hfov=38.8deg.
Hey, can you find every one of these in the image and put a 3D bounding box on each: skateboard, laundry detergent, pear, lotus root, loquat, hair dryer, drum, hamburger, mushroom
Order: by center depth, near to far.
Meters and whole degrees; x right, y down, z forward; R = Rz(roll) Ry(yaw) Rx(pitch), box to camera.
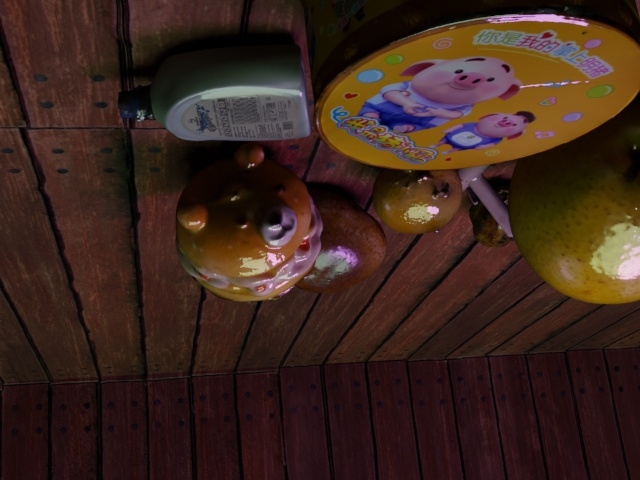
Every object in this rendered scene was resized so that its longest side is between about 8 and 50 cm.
[{"bbox_3d":[0.185,-0.261,1.153,0.431,0.214,0.431,-6,161,-2],"label":"drum"},{"bbox_3d":[-0.158,-0.206,1.366,0.280,0.105,0.215,-8,162,1],"label":"laundry detergent"},{"bbox_3d":[0.505,-0.069,1.568,0.362,0.362,0.418,-5,158,-1],"label":"pear"},{"bbox_3d":[-0.135,-0.039,1.647,0.276,0.276,0.237,-7,150,3],"label":"hamburger"},{"bbox_3d":[0.182,-0.094,1.720,0.172,0.149,0.204,-7,146,8],"label":"loquat"},{"bbox_3d":[0.340,-0.077,1.741,0.054,0.220,0.195,-38,172,-25],"label":"hair dryer"},{"bbox_3d":[0.323,-0.117,1.826,0.032,0.064,0.083,-6,156,-39],"label":"skateboard"},{"bbox_3d":[0.005,0.012,1.897,0.263,0.195,0.283,-23,155,28],"label":"mushroom"},{"bbox_3d":[0.379,-0.048,1.941,0.120,0.120,0.209,-4,158,-4],"label":"lotus root"}]
